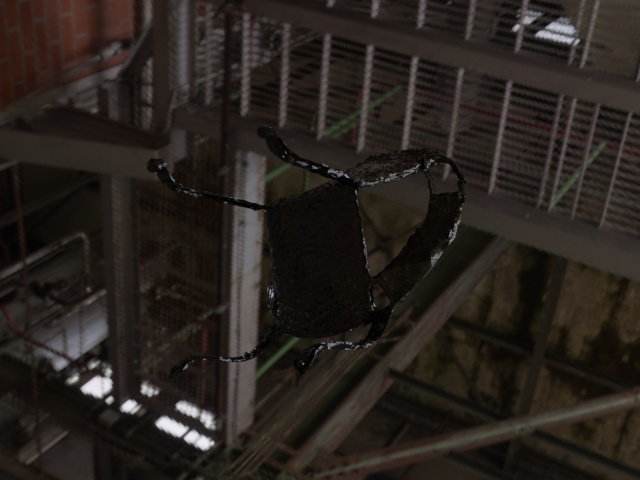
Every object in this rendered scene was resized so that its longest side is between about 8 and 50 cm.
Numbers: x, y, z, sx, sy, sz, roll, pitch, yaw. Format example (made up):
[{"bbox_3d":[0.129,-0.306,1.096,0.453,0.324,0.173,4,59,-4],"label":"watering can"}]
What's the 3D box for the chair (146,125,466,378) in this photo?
[{"bbox_3d":[0.000,0.000,0.648,0.174,0.213,0.149,-11,-91,42],"label":"chair"}]
